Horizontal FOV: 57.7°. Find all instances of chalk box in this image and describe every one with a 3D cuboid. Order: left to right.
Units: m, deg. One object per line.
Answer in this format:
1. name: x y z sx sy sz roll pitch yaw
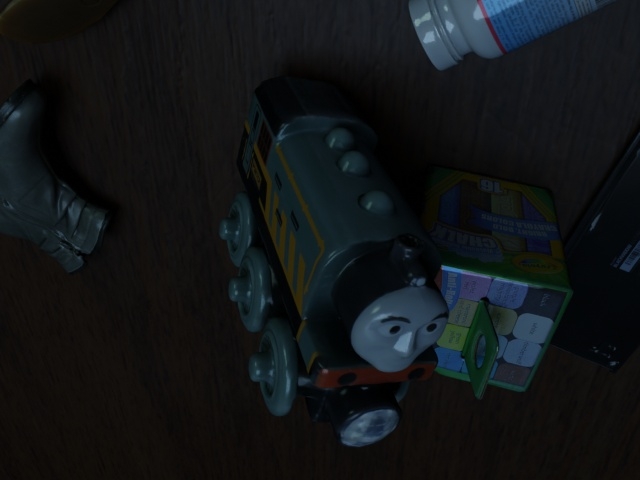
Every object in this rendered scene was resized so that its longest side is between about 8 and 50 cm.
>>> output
1. chalk box: 0.143 0.045 0.546 0.132 0.213 0.133 13 126 7

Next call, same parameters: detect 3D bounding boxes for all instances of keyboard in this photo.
1. keyboard: 0.356 0.018 0.580 0.201 0.033 0.317 23 128 8

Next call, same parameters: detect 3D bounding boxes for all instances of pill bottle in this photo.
1. pill bottle: 0.155 -0.199 0.453 0.160 0.087 0.087 -21 115 27

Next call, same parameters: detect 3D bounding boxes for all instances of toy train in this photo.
1. toy train: 0.000 0.000 0.505 0.142 0.334 0.190 2 128 -21

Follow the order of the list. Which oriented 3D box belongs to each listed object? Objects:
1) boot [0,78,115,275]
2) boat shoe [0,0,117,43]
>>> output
1. boot: -0.318 -0.066 0.703 0.161 0.083 0.246 30 133 -14
2. boat shoe: -0.225 -0.255 0.545 0.206 0.073 0.073 -17 80 22
